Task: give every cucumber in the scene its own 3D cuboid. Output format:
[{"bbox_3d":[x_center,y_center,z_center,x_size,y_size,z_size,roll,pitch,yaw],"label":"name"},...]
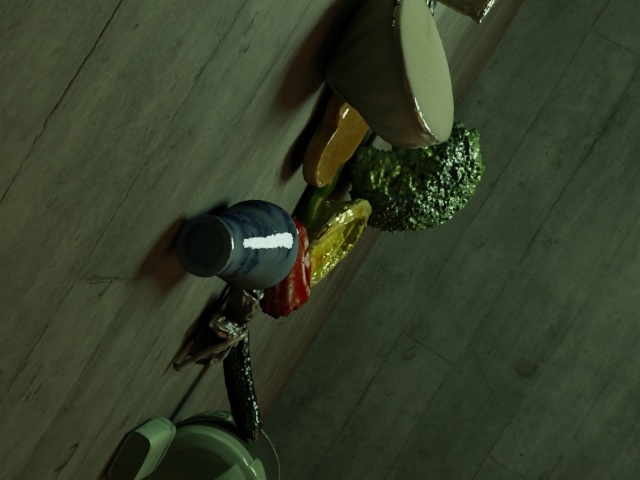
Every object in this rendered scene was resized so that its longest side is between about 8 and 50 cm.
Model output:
[{"bbox_3d":[-0.167,0.303,2.136,0.067,0.067,0.245,109,-24,-58],"label":"cucumber"}]

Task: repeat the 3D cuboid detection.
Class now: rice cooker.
[{"bbox_3d":[-0.241,0.506,2.138,0.288,0.288,0.277,-59,171,8],"label":"rice cooker"}]

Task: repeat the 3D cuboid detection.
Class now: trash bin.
[{"bbox_3d":[-0.333,0.394,1.898,0.116,0.059,0.130,-61,170,7],"label":"trash bin"}]

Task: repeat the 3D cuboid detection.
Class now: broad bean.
[{"bbox_3d":[0.004,-0.114,2.063,0.065,0.046,0.254,-34,154,-55],"label":"broad bean"}]

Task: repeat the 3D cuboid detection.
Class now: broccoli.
[{"bbox_3d":[0.197,-0.167,2.345,0.249,0.301,0.375,-21,174,-40],"label":"broccoli"}]

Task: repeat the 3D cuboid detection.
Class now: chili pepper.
[{"bbox_3d":[-0.065,0.026,1.989,0.144,0.136,0.252,-25,149,-23],"label":"chili pepper"}]

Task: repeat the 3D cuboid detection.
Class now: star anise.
[{"bbox_3d":[-0.173,0.158,1.905,0.262,0.081,0.230,-55,-178,-36],"label":"star anise"}]

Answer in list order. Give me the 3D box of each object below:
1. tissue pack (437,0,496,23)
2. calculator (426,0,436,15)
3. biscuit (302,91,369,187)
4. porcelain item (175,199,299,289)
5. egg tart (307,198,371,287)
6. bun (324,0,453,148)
[{"bbox_3d":[0.193,-0.426,1.500,0.148,0.196,0.092,-52,170,-36],"label":"tissue pack"},{"bbox_3d":[0.191,-0.443,1.833,0.268,0.040,0.177,-19,122,-75],"label":"calculator"},{"bbox_3d":[0.066,-0.265,1.850,0.375,0.051,0.269,-58,169,-17],"label":"biscuit"},{"bbox_3d":[-0.118,0.009,1.519,0.141,0.141,0.259,-60,164,12],"label":"porcelain item"},{"bbox_3d":[0.000,0.000,2.253,0.279,0.095,0.279,-43,164,-15],"label":"egg tart"},{"bbox_3d":[0.097,-0.264,1.636,0.263,0.175,0.263,37,48,-56],"label":"bun"}]
